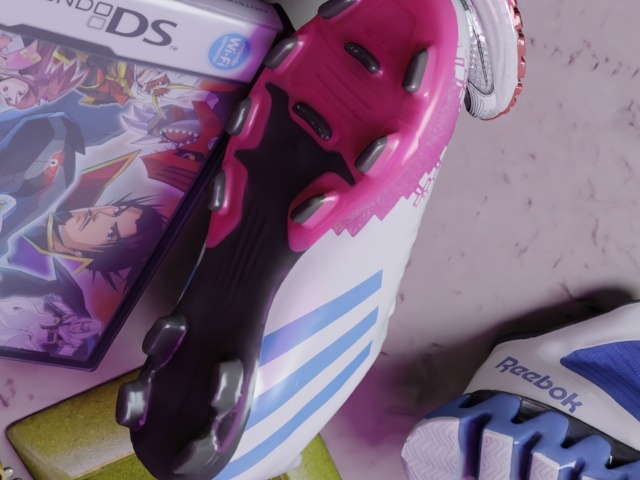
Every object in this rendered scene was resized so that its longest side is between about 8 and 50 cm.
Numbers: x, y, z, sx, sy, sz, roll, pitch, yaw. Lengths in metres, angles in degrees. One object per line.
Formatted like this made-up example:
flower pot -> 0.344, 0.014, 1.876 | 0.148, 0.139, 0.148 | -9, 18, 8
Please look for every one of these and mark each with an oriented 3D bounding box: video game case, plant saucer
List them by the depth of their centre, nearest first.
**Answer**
video game case -> -0.182, -0.046, 0.908 | 0.248, 0.035, 0.275 | 12, 124, -34
plant saucer -> -0.088, 0.169, 1.104 | 0.188, 0.045, 0.188 | -24, 124, 0

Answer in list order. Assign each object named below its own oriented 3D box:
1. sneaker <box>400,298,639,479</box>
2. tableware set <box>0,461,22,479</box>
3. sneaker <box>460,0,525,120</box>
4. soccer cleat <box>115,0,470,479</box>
sneaker -> 0.231, 0.130, 1.065 | 0.316, 0.182, 0.127 | 21, 138, 15
tableware set -> -0.276, 0.178, 1.072 | 0.154, 0.024, 0.104 | -28, 123, 3
sneaker -> 0.051, -0.164, 0.923 | 0.093, 0.088, 0.225 | -24, 116, 9
soccer cleat -> 0.000, 0.000, 0.935 | 0.143, 0.116, 0.331 | 7, 117, -54
